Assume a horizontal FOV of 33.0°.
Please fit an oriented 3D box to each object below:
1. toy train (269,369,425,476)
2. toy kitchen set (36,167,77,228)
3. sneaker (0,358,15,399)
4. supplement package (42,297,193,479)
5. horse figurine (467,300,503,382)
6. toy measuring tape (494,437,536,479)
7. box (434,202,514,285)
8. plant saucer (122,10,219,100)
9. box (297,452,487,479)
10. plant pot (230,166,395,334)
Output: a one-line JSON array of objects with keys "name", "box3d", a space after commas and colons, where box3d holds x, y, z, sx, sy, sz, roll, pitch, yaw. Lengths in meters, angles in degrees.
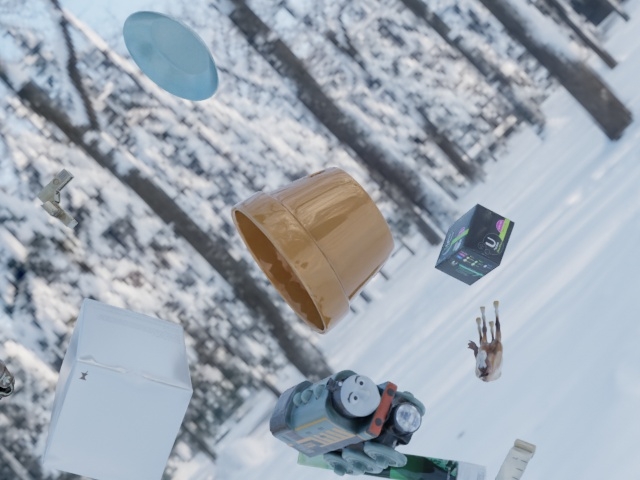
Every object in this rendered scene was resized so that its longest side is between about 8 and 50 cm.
[{"name": "toy train", "box3d": [0.043, 0.314, 1.881, 0.334, 0.190, 0.142, -36, 27, 62]}, {"name": "toy kitchen set", "box3d": [-0.470, -0.078, 1.979, 0.075, 0.083, 0.068, -45, -8, -1]}, {"name": "sneaker", "box3d": [-0.486, 0.214, 1.581, 0.066, 0.071, 0.188, -55, 0, -23]}, {"name": "supplement package", "box3d": [-0.314, 0.233, 1.673, 0.293, 0.177, 0.175, -124, 53, -73]}, {"name": "horse figurine", "box3d": [0.361, 0.240, 2.336, 0.263, 0.066, 0.175, 82, -171, -71]}, {"name": "toy measuring tape", "box3d": [0.270, 0.483, 1.749, 0.330, 0.121, 0.121, -58, 6, -27]}, {"name": "box", "box3d": [0.179, 0.006, 1.260, 0.062, 0.052, 0.083, -67, 8, -25]}, {"name": "plant saucer", "box3d": [-0.248, -0.324, 1.851, 0.037, 0.195, 0.195, -55, 5, -31]}, {"name": "box", "box3d": [0.145, 0.444, 2.128, 0.232, 0.321, 0.059, 34, -119, -64]}, {"name": "plant pot", "box3d": [0.000, 0.000, 1.992, 0.203, 0.291, 0.291, -36, -3, -12]}]
